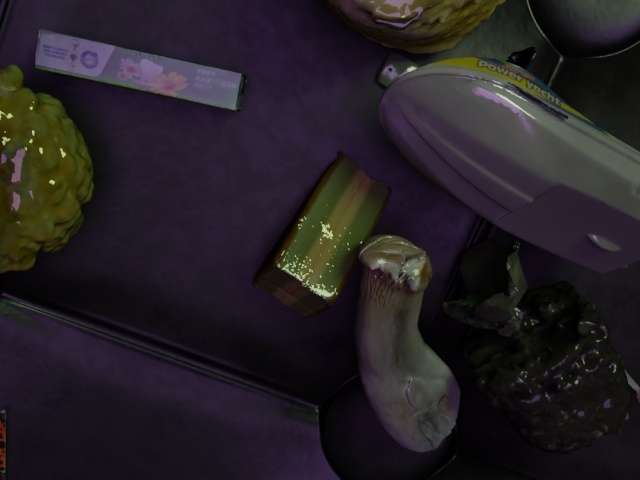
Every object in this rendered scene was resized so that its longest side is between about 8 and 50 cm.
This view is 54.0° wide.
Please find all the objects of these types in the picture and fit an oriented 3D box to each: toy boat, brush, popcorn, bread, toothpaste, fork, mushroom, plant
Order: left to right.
[{"bbox_3d":[-0.285,-0.057,0.535,0.173,0.142,0.174,-8,126,-11],"label":"popcorn"},{"bbox_3d":[-0.157,-0.151,0.564,0.178,0.043,0.037,11,103,-6],"label":"toothpaste"},{"bbox_3d":[0.002,-0.004,0.620,0.074,0.084,0.139,32,67,-9],"label":"bread"},{"bbox_3d":[0.075,0.096,0.595,0.092,0.081,0.223,-11,115,11],"label":"mushroom"},{"bbox_3d":[0.079,-0.248,0.498,0.197,0.170,0.197,2,108,7],"label":"bread"},{"bbox_3d":[0.137,-0.122,0.598,0.178,0.030,0.033,27,108,-9],"label":"brush"},{"bbox_3d":[0.201,0.097,0.597,0.131,0.142,0.203,-36,111,13],"label":"plant"},{"bbox_3d":[0.182,-0.077,0.530,0.269,0.141,0.141,36,97,-9],"label":"toy boat"},{"bbox_3d":[0.334,0.151,0.676,0.016,0.012,0.115,-44,96,1],"label":"fork"}]

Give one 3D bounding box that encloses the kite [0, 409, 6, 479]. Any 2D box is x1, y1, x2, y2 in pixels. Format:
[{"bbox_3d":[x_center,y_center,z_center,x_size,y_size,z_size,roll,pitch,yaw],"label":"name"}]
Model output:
[{"bbox_3d":[-0.373,0.282,0.654,0.222,0.008,0.125,-35,102,3],"label":"kite"}]
